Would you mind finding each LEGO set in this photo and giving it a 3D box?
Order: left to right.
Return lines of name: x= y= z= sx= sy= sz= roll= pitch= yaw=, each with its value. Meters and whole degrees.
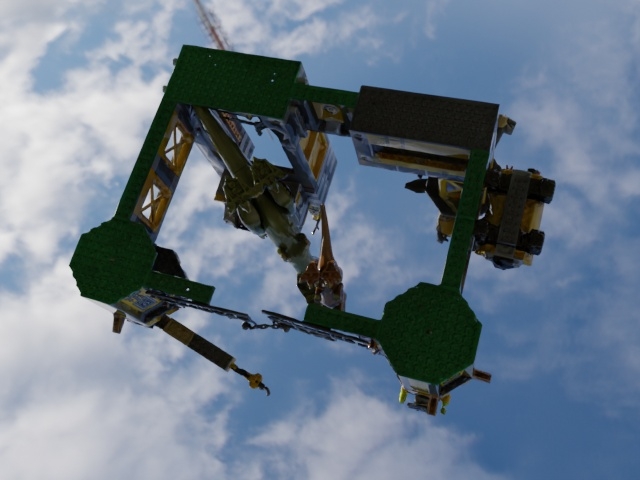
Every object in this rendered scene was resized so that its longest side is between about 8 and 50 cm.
LEGO set: x=0.000 y=0.000 z=0.559 sx=0.331 sy=0.192 sz=0.255 roll=4 pitch=-109 yaw=13
